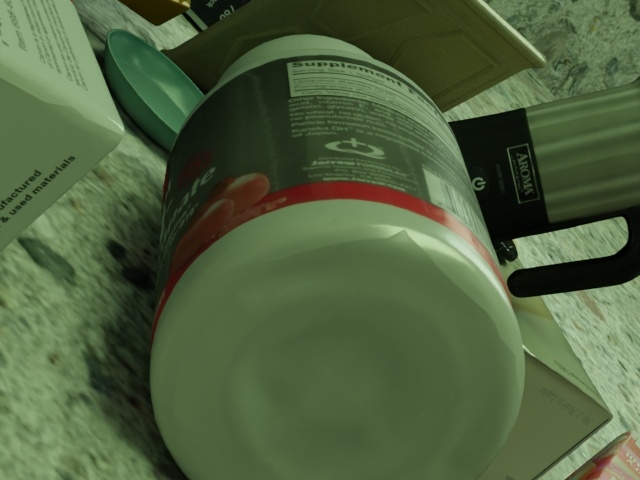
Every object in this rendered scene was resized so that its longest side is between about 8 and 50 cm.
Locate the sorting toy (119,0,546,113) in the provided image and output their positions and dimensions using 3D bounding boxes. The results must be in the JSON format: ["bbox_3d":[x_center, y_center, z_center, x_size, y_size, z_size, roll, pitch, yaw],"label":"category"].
[{"bbox_3d":[-0.003,-0.161,1.131,0.307,0.229,0.041,31,45,-46],"label":"sorting toy"}]

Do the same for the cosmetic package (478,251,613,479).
[{"bbox_3d":[0.062,0.020,1.074,0.160,0.113,0.309,34,20,-41],"label":"cosmetic package"}]

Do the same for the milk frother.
[{"bbox_3d":[0.154,-0.041,1.004,0.143,0.134,0.129,-81,158,-66],"label":"milk frother"}]

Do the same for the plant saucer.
[{"bbox_3d":[-0.108,-0.094,1.051,0.119,0.021,0.119,44,16,-16],"label":"plant saucer"}]

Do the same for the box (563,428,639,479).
[{"bbox_3d":[0.197,0.266,0.797,0.300,0.142,0.154,51,16,9],"label":"box"}]

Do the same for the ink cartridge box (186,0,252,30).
[{"bbox_3d":[-0.061,-0.207,1.364,0.333,0.065,0.165,45,16,-5],"label":"ink cartridge box"}]

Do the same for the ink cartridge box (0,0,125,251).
[{"bbox_3d":[-0.233,-0.126,0.631,0.273,0.114,0.197,33,23,-46],"label":"ink cartridge box"}]

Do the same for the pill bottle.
[{"bbox_3d":[0.000,0.000,0.837,0.176,0.176,0.318,42,17,-21],"label":"pill bottle"}]
